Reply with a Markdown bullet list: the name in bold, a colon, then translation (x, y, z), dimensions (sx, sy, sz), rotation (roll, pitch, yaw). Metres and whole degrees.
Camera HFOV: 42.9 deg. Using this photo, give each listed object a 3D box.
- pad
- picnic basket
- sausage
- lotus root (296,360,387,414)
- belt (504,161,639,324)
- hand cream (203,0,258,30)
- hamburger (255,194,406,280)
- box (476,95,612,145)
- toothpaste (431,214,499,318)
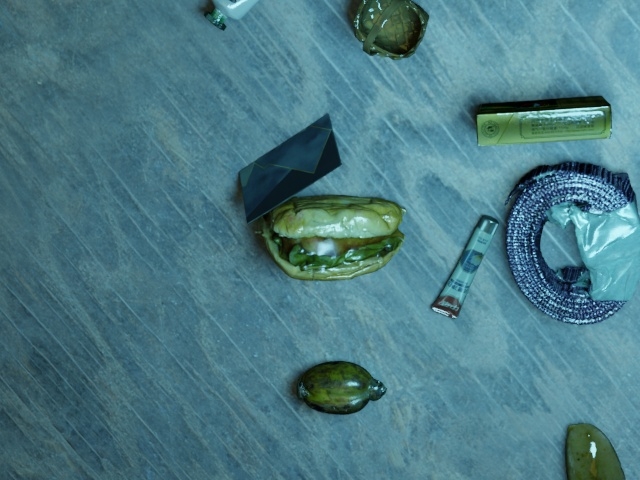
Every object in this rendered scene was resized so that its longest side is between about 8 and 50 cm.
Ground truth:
- **pad**: translation (-0.067, -0.150, 1.694), dimensions (0.243, 0.164, 0.004), rotation (-31, 136, 19)
- **picnic basket**: translation (0.130, -0.408, 1.542), dimensions (0.137, 0.178, 0.128), rotation (32, 111, 3)
- **sausage**: translation (0.609, 0.629, 1.762), dimensions (0.136, 0.123, 0.501), rotation (5, 110, 43)
- **lotus root**: translation (0.045, 0.327, 1.817), dimensions (0.209, 0.120, 0.120), rotation (-2, 105, 13)
- **belt**: translation (0.501, 0.007, 1.607), dimensions (0.260, 0.122, 0.325), rotation (-9, 104, 21)
- **hand cream**: translation (-0.116, -0.569, 1.625), dimensions (0.121, 0.076, 0.336), rotation (39, 104, -2)
- **hamburger**: translation (-0.001, -0.001, 1.681), dimensions (0.329, 0.209, 0.162), rotation (6, 107, 14)
- **box**: translation (0.417, -0.226, 1.537), dimensions (0.240, 0.159, 0.071), rotation (-2, 107, 13)
- **toothpaste**: translation (0.307, 0.057, 1.713), dimensions (0.062, 0.039, 0.239), rotation (22, 112, -1)
